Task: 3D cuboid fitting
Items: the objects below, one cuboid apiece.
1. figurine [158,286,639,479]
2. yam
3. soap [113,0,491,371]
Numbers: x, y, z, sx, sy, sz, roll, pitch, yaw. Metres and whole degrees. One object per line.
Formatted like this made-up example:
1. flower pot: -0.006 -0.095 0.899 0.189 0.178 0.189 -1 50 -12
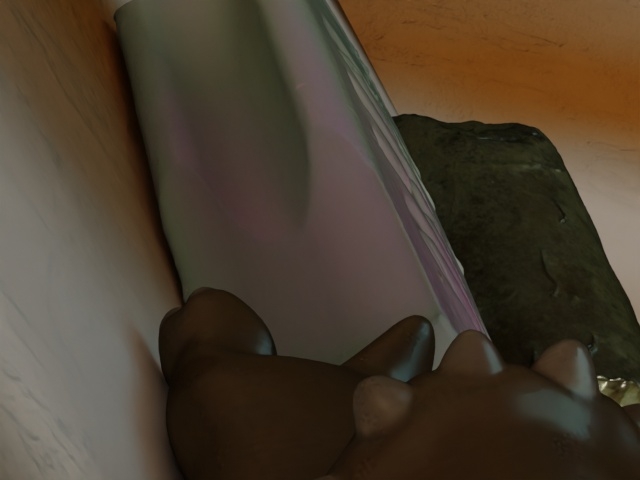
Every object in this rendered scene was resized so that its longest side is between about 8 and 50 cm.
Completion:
1. figurine: 0.047 0.105 0.674 0.177 0.173 0.247 58 8 -19
2. yam: 0.103 0.055 1.196 0.195 0.195 0.300 54 11 -45
3. soap: 0.000 0.000 0.985 0.208 0.115 0.347 56 9 -35
